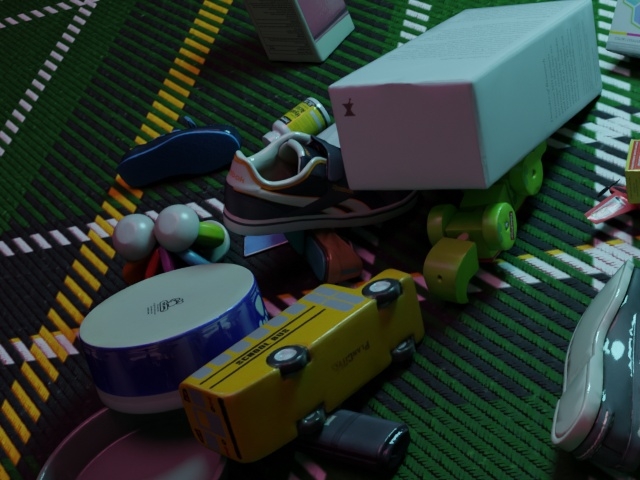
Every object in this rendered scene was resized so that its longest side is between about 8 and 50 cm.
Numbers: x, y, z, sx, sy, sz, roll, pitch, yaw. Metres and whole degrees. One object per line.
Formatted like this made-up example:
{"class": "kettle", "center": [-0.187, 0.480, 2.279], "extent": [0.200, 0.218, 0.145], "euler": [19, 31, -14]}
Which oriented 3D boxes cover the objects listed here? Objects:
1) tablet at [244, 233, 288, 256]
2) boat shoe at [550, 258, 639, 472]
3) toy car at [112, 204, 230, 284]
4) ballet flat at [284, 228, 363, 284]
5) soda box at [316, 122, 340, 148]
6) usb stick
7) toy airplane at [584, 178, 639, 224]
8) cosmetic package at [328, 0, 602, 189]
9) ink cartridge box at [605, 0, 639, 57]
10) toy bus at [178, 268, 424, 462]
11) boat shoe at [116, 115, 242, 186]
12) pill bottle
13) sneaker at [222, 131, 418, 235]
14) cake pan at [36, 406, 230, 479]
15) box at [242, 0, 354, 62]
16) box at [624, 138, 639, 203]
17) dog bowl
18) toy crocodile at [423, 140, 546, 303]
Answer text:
{"class": "tablet", "center": [-0.085, -0.002, 1.972], "extent": [0.083, 0.006, 0.054], "euler": [-19, 35, 11]}
{"class": "boat shoe", "center": [0.356, 0.148, 1.444], "extent": [0.099, 0.116, 0.319], "euler": [30, 42, 0]}
{"class": "toy car", "center": [-0.236, 0.029, 1.931], "extent": [0.181, 0.159, 0.136], "euler": [-11, 71, 20]}
{"class": "ballet flat", "center": [0.000, 0.000, 1.876], "extent": [0.073, 0.080, 0.232], "euler": [-5, 32, -20]}
{"class": "soda box", "center": [0.074, -0.154, 1.991], "extent": [0.286, 0.098, 0.091], "euler": [-36, 36, -16]}
{"class": "usb stick", "center": [-0.008, 0.243, 1.566], "extent": [0.278, 0.045, 0.077], "euler": [7, 44, 39]}
{"class": "toy airplane", "center": [0.446, -0.048, 1.673], "extent": [0.151, 0.028, 0.151], "euler": [-13, 33, 8]}
{"class": "cosmetic package", "center": [0.232, -0.225, 1.810], "extent": [0.230, 0.162, 0.453], "euler": [2, 23, 34]}
{"class": "ink cartridge box", "center": [0.537, -0.393, 1.928], "extent": [0.062, 0.209, 0.109], "euler": [7, 10, -41]}
{"class": "toy bus", "center": [-0.013, 0.153, 1.577], "extent": [0.332, 0.108, 0.130], "euler": [-34, 29, -35]}
{"class": "boat shoe", "center": [-0.260, -0.177, 2.229], "extent": [0.258, 0.109, 0.089], "euler": [-8, 35, 21]}
{"class": "pill bottle", "center": [-0.045, -0.197, 2.151], "extent": [0.116, 0.065, 0.065], "euler": [-38, 36, -17]}
{"class": "sneaker", "center": [0.010, -0.093, 1.834], "extent": [0.321, 0.128, 0.126], "euler": [-10, 31, -25]}
{"class": "cake pan", "center": [-0.245, 0.319, 1.609], "extent": [0.293, 0.054, 0.293], "euler": [-17, 35, 13]}
{"class": "box", "center": [-0.056, -0.480, 2.382], "extent": [0.148, 0.232, 0.127], "euler": [10, 47, 40]}
{"class": "box", "center": [0.532, -0.096, 1.627], "extent": [0.232, 0.058, 0.087], "euler": [0, 37, 23]}
{"class": "dog bowl", "center": [-0.203, 0.134, 1.720], "extent": [0.264, 0.104, 0.265], "euler": [-14, 20, 5]}
{"class": "toy crocodile", "center": [0.244, -0.045, 1.749], "extent": [0.115, 0.105, 0.340], "euler": [-1, 37, 32]}
